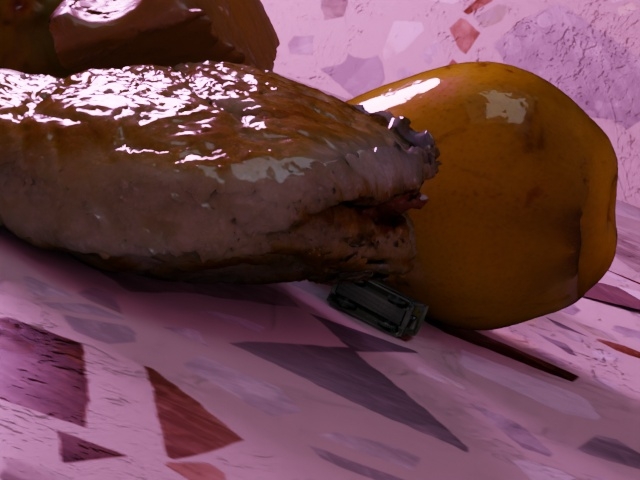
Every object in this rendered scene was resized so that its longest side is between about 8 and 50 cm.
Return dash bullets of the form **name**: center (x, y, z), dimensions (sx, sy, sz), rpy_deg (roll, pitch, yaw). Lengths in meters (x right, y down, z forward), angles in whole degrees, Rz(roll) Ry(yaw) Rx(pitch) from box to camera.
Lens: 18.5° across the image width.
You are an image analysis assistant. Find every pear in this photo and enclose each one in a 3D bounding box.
- **pear**: center (0.132, -0.040, 1.976), dimensions (0.336, 0.284, 0.285), rpy_deg (-11, -9, 30)

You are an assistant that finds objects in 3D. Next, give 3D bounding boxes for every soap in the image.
- **soap**: center (-0.136, -0.146, 1.996), dimensions (0.169, 0.304, 0.338), rpy_deg (-20, 18, 13)

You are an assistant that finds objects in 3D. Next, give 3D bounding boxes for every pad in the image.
- **pad**: center (0.362, 0.067, 2.615), dimensions (0.188, 0.006, 0.113), rpy_deg (13, 13, -35)

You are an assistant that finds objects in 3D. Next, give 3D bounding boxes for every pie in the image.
- **pie**: center (-0.123, -0.051, 1.682), dimensions (0.418, 0.180, 0.395), rpy_deg (-2, 17, -39)

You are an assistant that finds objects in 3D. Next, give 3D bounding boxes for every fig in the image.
- **fig**: center (-0.300, -0.230, 2.190), dimensions (0.207, 0.207, 0.230), rpy_deg (25, 11, 19)

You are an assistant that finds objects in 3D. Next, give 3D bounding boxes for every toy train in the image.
- **toy train**: center (0.055, 0.058, 1.841), dimensions (0.093, 0.038, 0.056), rpy_deg (25, 7, 24)

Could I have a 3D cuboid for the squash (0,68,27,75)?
- **squash**: center (-0.280, -0.117, 1.936), dimensions (0.188, 0.095, 0.095), rpy_deg (26, 9, 40)
